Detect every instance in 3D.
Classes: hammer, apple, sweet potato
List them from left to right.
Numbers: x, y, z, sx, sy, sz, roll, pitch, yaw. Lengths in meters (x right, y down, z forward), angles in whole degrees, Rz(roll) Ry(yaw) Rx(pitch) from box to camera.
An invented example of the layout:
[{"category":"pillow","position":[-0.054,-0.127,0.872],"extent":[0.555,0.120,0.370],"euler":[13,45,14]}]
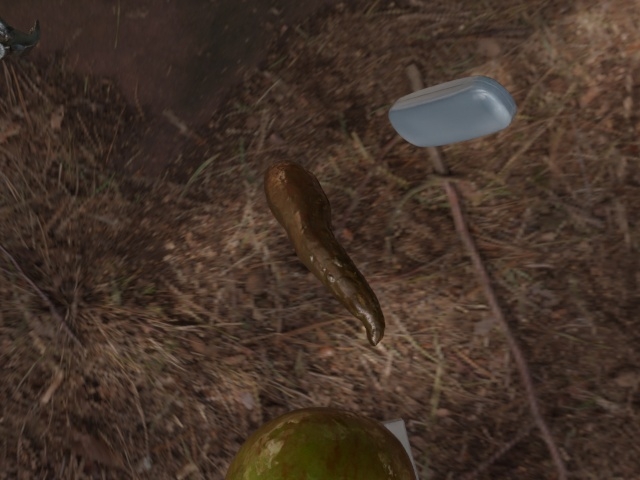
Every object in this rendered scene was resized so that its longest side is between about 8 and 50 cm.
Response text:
[{"category":"hammer","position":[-0.476,-0.340,1.562],"extent":[0.246,0.103,0.029],"euler":[46,122,7]},{"category":"apple","position":[-0.003,0.263,1.124],"extent":[0.196,0.196,0.195],"euler":[1,87,-12]},{"category":"sweet potato","position":[0.000,0.000,0.961],"extent":[0.050,0.050,0.214],"euler":[-19,48,-13]}]

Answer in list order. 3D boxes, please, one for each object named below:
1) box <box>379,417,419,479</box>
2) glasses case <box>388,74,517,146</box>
[{"category":"box","position":[0.036,0.374,1.484],"extent":[0.203,0.106,0.251],"euler":[-12,73,-7]},{"category":"glasses case","position":[0.150,-0.147,1.334],"extent":[0.067,0.178,0.045],"euler":[46,60,-24]}]
